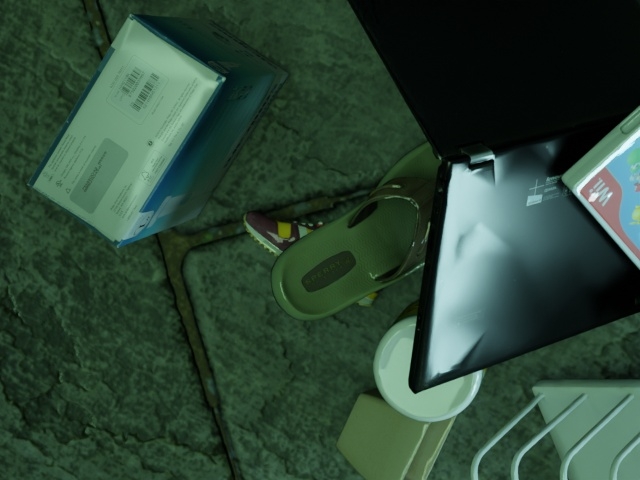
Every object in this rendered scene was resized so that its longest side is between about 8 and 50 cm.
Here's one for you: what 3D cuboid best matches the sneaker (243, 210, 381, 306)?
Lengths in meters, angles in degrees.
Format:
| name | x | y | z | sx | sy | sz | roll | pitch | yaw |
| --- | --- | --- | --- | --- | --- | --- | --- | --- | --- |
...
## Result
| name | x | y | z | sx | sy | sz | roll | pitch | yaw |
| --- | --- | --- | --- | --- | --- | --- | --- | --- | --- |
| sneaker | 0.000 | 0.000 | 1.800 | 0.185 | 0.069 | 0.084 | 31 | 93 | 0 |

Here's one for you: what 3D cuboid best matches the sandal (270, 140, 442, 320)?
| name | x | y | z | sx | sy | sz | roll | pitch | yaw |
| --- | --- | --- | --- | --- | --- | --- | --- | --- | --- |
| sandal | 0.081 | -0.010 | 1.730 | 0.302 | 0.086 | 0.120 | -38 | 91 | -14 |

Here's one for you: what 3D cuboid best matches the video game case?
| name | x | y | z | sx | sy | sz | roll | pitch | yaw |
| --- | --- | --- | --- | --- | --- | --- | --- | --- | --- |
| video game case | 0.397 | -0.107 | 1.568 | 0.285 | 0.204 | 0.025 | -42 | 48 | 7 |

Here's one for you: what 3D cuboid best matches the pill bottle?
| name | x | y | z | sx | sy | sz | roll | pitch | yaw |
| --- | --- | --- | --- | --- | --- | --- | --- | --- | --- |
| pill bottle | 0.131 | 0.123 | 1.709 | 0.117 | 0.208 | 0.118 | 2 | 98 | 12 |

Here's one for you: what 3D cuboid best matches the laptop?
| name | x | y | z | sx | sy | sz | roll | pitch | yaw |
| --- | --- | --- | --- | --- | --- | --- | --- | --- | --- |
| laptop | 0.193 | -0.110 | 1.626 | 0.236 | 0.381 | 0.408 | 34 | 128 | 43 |

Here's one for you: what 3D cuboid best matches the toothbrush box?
| name | x | y | z | sx | sy | sz | roll | pitch | yaw |
| --- | --- | --- | --- | --- | --- | --- | --- | --- | --- |
| toothbrush box | -0.169 | -0.128 | 1.697 | 0.126 | 0.295 | 0.216 | 35 | 103 | 7 |

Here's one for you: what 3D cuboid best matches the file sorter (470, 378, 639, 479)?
| name | x | y | z | sx | sy | sz | roll | pitch | yaw |
| --- | --- | --- | --- | --- | --- | --- | --- | --- | --- |
| file sorter | 0.324 | 0.272 | 1.624 | 0.277 | 0.173 | 0.193 | -6 | 113 | 49 |

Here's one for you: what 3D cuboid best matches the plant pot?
| name | x | y | z | sx | sy | sz | roll | pitch | yaw |
| --- | --- | --- | --- | --- | --- | --- | --- | --- | --- |
| plant pot | 0.084 | 0.228 | 1.792 | 0.096 | 0.109 | 0.109 | 29 | 102 | 20 |
